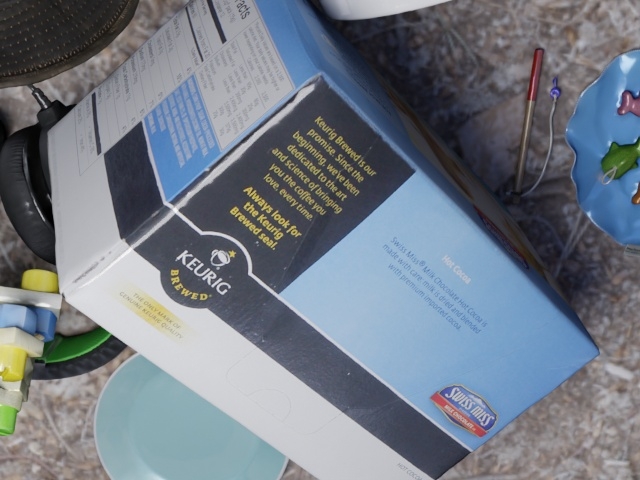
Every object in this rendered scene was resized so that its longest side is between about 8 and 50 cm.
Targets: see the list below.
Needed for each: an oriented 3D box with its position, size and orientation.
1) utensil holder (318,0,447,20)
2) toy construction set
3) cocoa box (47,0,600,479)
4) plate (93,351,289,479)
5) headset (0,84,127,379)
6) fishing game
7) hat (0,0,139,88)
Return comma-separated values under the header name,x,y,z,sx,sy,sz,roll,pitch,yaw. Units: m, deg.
name,x,y,z,sx,sy,sz,roll,pitch,yaw
utensil holder,0.079,-0.379,0.818,0.327,0.327,0.386,-16,107,9
toy construction set,-0.360,0.067,0.967,0.327,0.215,0.151,17,69,5
cocoa box,0.000,0.000,0.924,0.228,0.231,0.347,-40,125,12
plate,-0.119,0.178,1.152,0.188,0.024,0.188,1,107,3
headset,-0.259,-0.067,1.054,0.243,0.185,0.394,4,122,7
fishing game,0.298,-0.074,1.039,0.264,0.041,0.189,8,104,2
hat,-0.268,-0.270,0.876,0.331,0.331,0.134,25,149,-4
